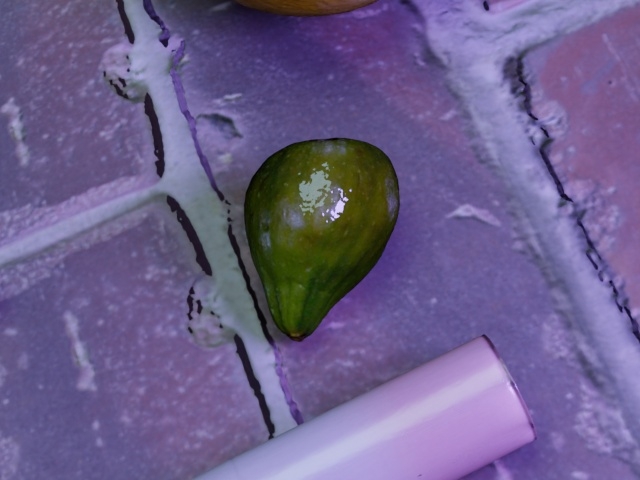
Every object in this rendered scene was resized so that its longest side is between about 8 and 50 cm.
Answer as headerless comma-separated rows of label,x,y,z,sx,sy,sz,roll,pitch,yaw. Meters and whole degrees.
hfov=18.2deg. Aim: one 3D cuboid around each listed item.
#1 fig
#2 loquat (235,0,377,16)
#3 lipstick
fig,0.000,0.000,1.547,0.123,0.123,0.156,-4,70,16
loquat,0.016,-0.349,1.692,0.360,0.328,0.328,10,44,-29
lipstick,-0.009,0.177,1.428,0.327,0.087,0.087,-27,51,-2
